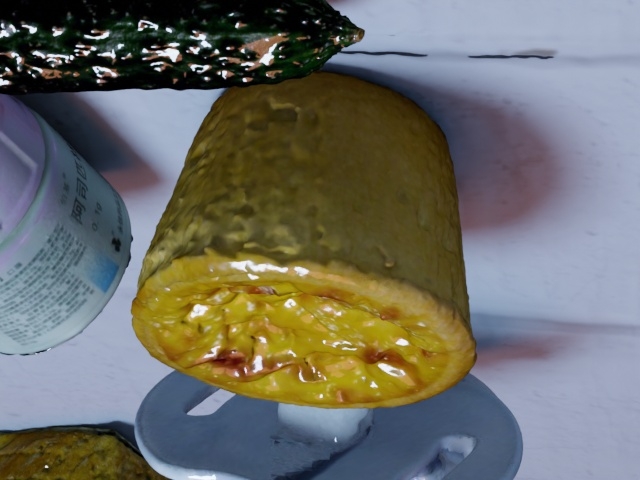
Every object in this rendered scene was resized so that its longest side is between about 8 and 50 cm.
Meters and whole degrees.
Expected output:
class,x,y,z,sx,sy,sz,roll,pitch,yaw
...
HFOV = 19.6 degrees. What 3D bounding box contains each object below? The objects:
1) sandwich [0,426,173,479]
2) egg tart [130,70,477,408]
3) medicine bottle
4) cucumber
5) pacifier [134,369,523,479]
class,x,y,z,sx,sy,sz,roll,pitch,yaw
sandwich,-0.197,0.253,1.693,0.226,0.087,0.251,-10,145,31
egg tart,0.000,0.000,1.070,0.202,0.147,0.202,8,152,4
medicine bottle,-0.206,-0.020,1.112,0.135,0.135,0.168,-5,151,26
cucumber,-0.122,-0.109,0.979,0.300,0.072,0.072,1,152,11
pacifier,0.009,0.087,1.258,0.279,0.227,0.207,15,126,33
